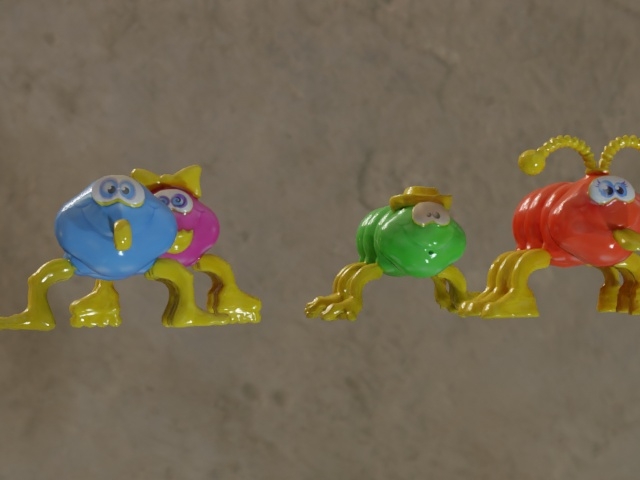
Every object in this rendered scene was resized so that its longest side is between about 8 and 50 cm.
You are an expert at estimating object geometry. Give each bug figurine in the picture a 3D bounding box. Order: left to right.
[{"bbox_3d":[0.000,0.000,0.565,0.279,0.216,0.072,-1,87,-17],"label":"bug figurine"}]
